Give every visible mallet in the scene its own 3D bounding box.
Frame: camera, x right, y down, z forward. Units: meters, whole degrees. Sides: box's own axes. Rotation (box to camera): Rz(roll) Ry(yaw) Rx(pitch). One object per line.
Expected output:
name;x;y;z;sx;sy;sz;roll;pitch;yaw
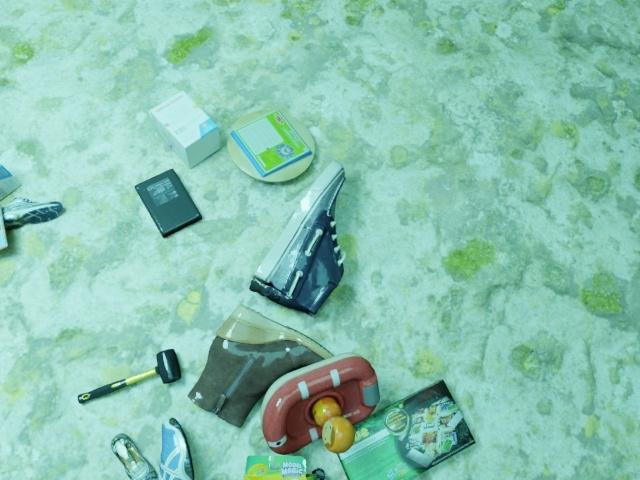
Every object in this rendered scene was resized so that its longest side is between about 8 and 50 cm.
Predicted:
mallet;-0.355;0.273;0.889;0.189;0.039;0.062;-26;71;-13

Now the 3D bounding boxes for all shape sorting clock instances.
shape sorting clock;-0.115;-0.224;1.114;0.205;0.040;0.207;2;65;-5

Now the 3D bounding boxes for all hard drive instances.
hard drive;-0.334;-0.083;1.036;0.094;0.022;0.135;-29;75;-18

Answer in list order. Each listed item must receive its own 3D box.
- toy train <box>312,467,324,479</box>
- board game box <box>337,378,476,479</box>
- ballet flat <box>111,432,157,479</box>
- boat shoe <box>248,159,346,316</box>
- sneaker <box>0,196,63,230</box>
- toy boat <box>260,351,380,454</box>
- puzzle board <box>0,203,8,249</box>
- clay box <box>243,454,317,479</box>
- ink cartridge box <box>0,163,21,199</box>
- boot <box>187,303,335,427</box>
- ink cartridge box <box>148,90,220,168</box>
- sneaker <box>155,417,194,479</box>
toy train;-0.026;0.492;0.848;0.027;0.036;0.159;22;67;1
board game box;0.161;0.389;0.922;0.259;0.030;0.136;-20;75;-16
ballet flat;-0.335;0.394;0.840;0.041;0.041;0.114;-39;79;-20
boat shoe;0.000;0.000;1.011;0.158;0.127;0.341;33;75;-2
sneaker;-0.607;-0.067;0.975;0.135;0.052;0.058;-14;67;-14
toy boat;0.012;0.313;0.844;0.230;0.151;0.151;-18;28;-13
puzzle board;-0.681;-0.006;0.935;0.128;0.011;0.097;-24;72;8
clay box;-0.070;0.488;0.806;0.127;0.053;0.222;-9;66;23
ink cartridge box;-0.693;-0.108;0.956;0.052;0.088;0.122;39;69;7
boot;-0.106;0.264;0.919;0.248;0.090;0.207;26;81;-2
ink cartridge box;-0.309;-0.257;1.071;0.092;0.090;0.143;-39;78;-20
sneaker;-0.260;0.419;0.819;0.081;0.080;0.212;-8;69;-15
